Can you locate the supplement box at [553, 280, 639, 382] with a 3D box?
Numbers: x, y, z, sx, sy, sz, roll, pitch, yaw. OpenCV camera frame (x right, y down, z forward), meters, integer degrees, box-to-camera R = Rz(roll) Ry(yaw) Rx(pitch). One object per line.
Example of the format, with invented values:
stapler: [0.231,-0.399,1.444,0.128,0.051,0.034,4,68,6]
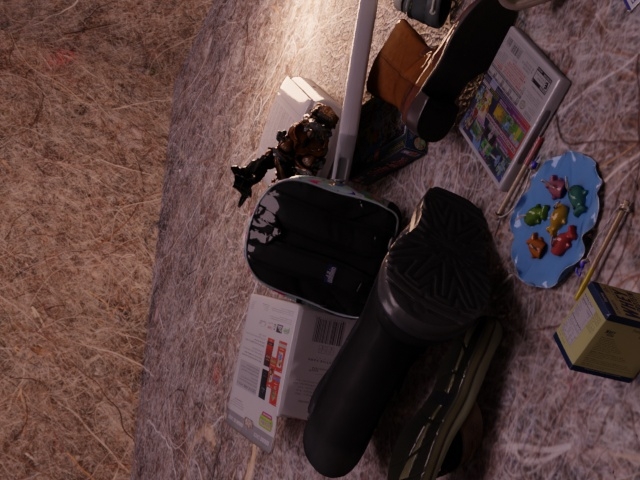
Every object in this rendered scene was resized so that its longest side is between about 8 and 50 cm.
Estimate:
supplement box: [0.315,0.100,1.080,0.056,0.083,0.083,-104,34,-52]

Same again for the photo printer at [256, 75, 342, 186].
photo printer: [-0.053,-0.229,2.247,0.307,0.107,0.256,-126,53,-65]

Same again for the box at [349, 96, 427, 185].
box: [0.131,-0.206,1.836,0.233,0.044,0.159,154,128,-64]

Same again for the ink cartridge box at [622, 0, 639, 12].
ink cartridge box: [0.424,-0.415,1.203,0.223,0.045,0.224,-95,27,-44]

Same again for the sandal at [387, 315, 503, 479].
sandal: [0.183,0.248,1.344,0.303,0.086,0.120,-61,14,-3]

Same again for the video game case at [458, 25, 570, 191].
video game case: [0.280,-0.196,1.468,0.201,0.023,0.183,-109,39,-55]

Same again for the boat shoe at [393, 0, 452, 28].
boat shoe: [0.247,-0.514,1.718,0.099,0.116,0.319,41,116,19]

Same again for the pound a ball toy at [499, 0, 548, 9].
pound a ball toy: [0.270,-0.483,1.480,0.208,0.136,0.319,-17,53,25]

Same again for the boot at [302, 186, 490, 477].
boot: [0.079,0.179,1.458,0.445,0.146,0.367,-59,-3,30]

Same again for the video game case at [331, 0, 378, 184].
video game case: [0.060,-0.259,1.887,0.300,0.036,0.329,100,179,-64]

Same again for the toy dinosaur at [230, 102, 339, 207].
toy dinosaur: [-0.054,-0.139,1.991,0.218,0.164,0.322,-54,-20,-35]

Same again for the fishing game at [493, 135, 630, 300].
fishing game: [0.294,-0.030,1.294,0.189,0.041,0.264,-64,22,21]

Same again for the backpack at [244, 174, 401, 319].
backpack: [0.000,0.000,1.746,0.191,0.253,0.225,-75,2,-81]

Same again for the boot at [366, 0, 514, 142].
boot: [0.193,-0.318,1.664,0.280,0.096,0.264,-119,47,-60]

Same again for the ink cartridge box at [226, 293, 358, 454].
ink cartridge box: [-0.060,0.253,1.900,0.309,0.130,0.272,-175,97,-70]
